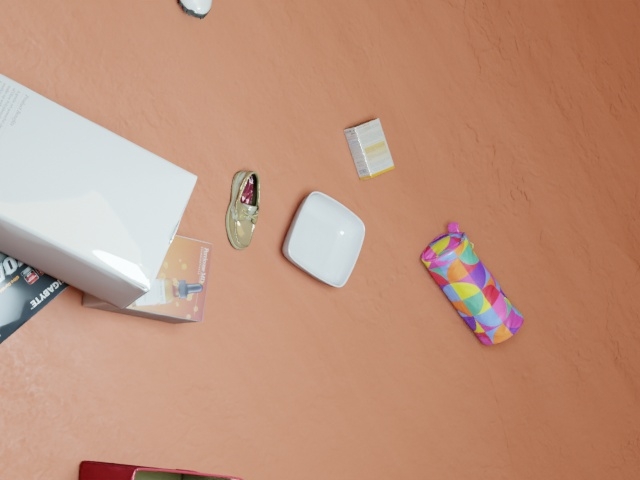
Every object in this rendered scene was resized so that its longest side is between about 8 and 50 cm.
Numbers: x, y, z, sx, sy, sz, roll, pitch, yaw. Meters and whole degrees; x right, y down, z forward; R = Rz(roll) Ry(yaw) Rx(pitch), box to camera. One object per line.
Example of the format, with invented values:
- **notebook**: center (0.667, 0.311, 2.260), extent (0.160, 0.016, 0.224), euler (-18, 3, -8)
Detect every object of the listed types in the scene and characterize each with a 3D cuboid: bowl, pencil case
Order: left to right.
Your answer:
- **bowl**: center (0.000, 0.000, 2.095), extent (0.142, 0.053, 0.142), euler (33, 67, -27)
- **pencil case**: center (0.289, 0.086, 2.265), extent (0.104, 0.104, 0.236), euler (-46, 112, -30)

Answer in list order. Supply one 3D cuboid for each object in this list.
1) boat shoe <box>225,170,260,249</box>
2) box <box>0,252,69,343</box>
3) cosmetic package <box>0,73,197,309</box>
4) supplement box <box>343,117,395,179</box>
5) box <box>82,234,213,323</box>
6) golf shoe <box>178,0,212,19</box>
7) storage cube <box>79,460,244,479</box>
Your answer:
- **boat shoe**: center (-0.127, -0.053, 2.014), extent (0.050, 0.045, 0.135), euler (6, 82, -35)
- **box**: center (-0.490, 0.055, 1.741), extent (0.220, 0.051, 0.175), euler (-43, 109, -31)
- **cosmetic package**: center (-0.385, -0.073, 1.691), extent (0.366, 0.155, 0.197), euler (29, 65, -16)
- **supplement box**: center (0.089, -0.167, 2.185), extent (0.062, 0.036, 0.098), euler (-23, 99, -35)
- **box**: center (-0.269, 0.053, 1.874), extent (0.170, 0.091, 0.130), euler (13, 77, -33)
- **golf shoe**: center (-0.193, -0.469, 1.983), extent (0.077, 0.094, 0.198), euler (5, 84, -36)
- **storage cube**: center (-0.250, 0.429, 1.785), extent (0.215, 0.193, 0.183), euler (13, 78, -33)
